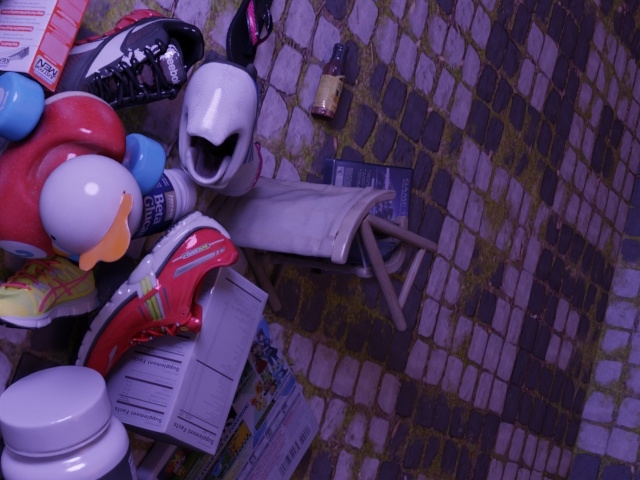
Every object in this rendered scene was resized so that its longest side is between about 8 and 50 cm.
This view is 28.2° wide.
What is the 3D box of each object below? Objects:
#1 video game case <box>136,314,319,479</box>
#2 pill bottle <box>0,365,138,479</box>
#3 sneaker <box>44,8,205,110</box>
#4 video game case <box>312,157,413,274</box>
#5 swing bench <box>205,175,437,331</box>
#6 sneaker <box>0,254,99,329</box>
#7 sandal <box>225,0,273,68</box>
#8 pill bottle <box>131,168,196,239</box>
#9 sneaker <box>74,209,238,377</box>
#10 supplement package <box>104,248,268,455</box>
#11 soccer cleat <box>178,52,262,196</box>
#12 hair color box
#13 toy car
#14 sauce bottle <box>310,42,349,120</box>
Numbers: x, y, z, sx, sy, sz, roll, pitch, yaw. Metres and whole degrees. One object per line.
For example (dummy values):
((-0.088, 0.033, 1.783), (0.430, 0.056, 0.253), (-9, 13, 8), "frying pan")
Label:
((-0.134, 0.326, 1.995), (0.329, 0.036, 0.300), (-56, 139, -33), "video game case")
((-0.310, 0.314, 1.605), (0.161, 0.161, 0.283), (-39, 128, -46), "pill bottle")
((-0.247, -0.212, 1.603), (0.276, 0.135, 0.097), (-42, 132, -43), "sneaker")
((0.079, -0.039, 2.244), (0.274, 0.026, 0.196), (1, 96, -58), "video game case")
((0.000, 0.000, 1.922), (0.254, 0.253, 0.165), (49, 57, -51), "swing bench")
((-0.350, 0.054, 1.565), (0.208, 0.081, 0.094), (-20, 115, -66), "sneaker")
((-0.095, -0.330, 1.893), (0.067, 0.040, 0.179), (35, 68, -55), "sandal")
((-0.243, -0.050, 1.682), (0.169, 0.094, 0.094), (-18, 112, -54), "pill bottle")
((-0.213, 0.093, 1.661), (0.279, 0.118, 0.107), (-50, -179, 3), "sneaker")
((-0.194, 0.155, 1.770), (0.139, 0.134, 0.244), (41, 64, -54), "supplement package")
((-0.146, -0.118, 1.717), (0.331, 0.116, 0.143), (96, 10, -66), "soccer cleat")
((-0.331, -0.262, 1.499), (0.053, 0.093, 0.167), (39, 65, -53), "hair color box")
((-0.279, -0.036, 1.430), (0.219, 0.238, 0.210), (27, 106, -40), "toy car")
((0.019, -0.260, 2.083), (0.042, 0.042, 0.128), (28, 75, -56), "sauce bottle")
